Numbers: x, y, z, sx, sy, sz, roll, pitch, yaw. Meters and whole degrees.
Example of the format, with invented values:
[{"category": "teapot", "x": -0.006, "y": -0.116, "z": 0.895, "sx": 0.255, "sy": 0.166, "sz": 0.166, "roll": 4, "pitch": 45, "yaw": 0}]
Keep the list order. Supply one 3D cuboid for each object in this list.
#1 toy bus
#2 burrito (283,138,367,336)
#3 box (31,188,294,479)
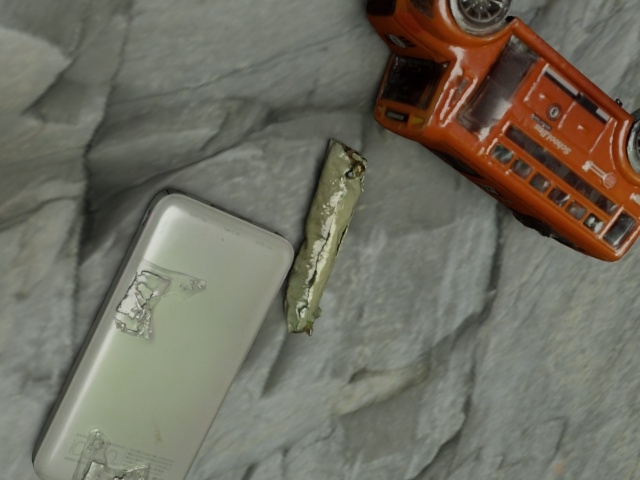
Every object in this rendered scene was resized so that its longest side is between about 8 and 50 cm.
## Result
[{"category": "toy bus", "x": 0.165, "y": -0.118, "z": 0.816, "sx": 0.329, "sy": 0.143, "sz": 0.153, "roll": 33, "pitch": 92, "yaw": -26}, {"category": "burrito", "x": 0.000, "y": 0.000, "z": 0.846, "sx": 0.041, "sy": 0.045, "sz": 0.185, "roll": 21, "pitch": 97, "yaw": 20}, {"category": "box", "x": -0.140, "y": 0.103, "z": 0.823, "sx": 0.142, "sy": 0.044, "sz": 0.285, "roll": 24, "pitch": 95, "yaw": -26}]
